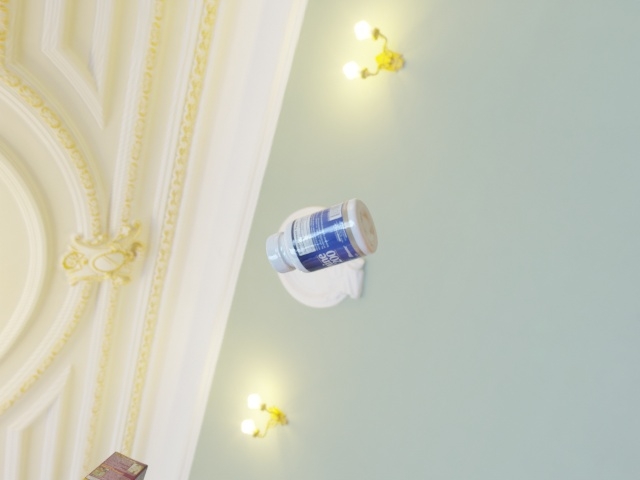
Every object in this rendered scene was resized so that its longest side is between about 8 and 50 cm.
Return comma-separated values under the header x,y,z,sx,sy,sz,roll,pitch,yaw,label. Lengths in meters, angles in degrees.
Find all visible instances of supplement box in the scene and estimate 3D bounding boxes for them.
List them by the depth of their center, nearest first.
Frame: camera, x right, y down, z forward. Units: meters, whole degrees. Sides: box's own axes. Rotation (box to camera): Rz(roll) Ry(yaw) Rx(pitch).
x,y,z,sx,sy,sz,roll,pitch,yaw,label
-0.282,0.332,0.625,0.083,0.055,0.043,-7,-65,-82,supplement box

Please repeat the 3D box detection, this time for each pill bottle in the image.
x,y,z,sx,sy,sz,roll,pitch,yaw,label
0.000,0.000,0.538,0.067,0.120,0.067,47,-147,-45,pill bottle
